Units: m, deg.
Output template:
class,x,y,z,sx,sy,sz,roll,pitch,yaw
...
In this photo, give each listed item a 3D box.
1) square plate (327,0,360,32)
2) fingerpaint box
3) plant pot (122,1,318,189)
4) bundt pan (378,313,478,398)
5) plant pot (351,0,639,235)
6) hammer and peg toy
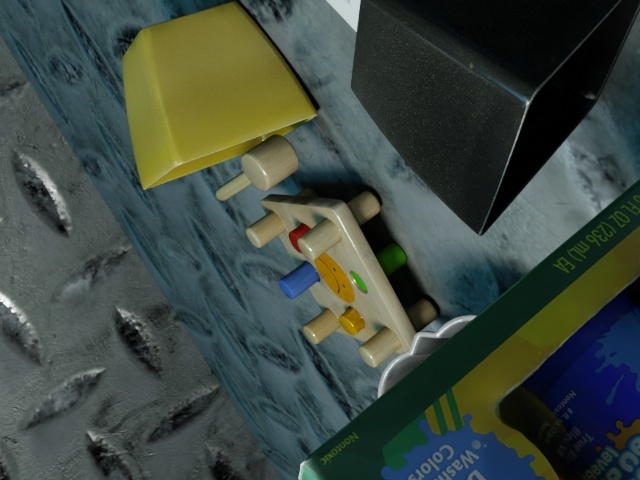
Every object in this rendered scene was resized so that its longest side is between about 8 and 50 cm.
class,x,y,z,sx,sy,sz,roll,pitch,yaw
square plate,0.048,-0.314,0.919,0.347,0.049,0.344,49,158,13
fingerpaint box,0.267,0.173,0.668,0.371,0.445,0.163,45,156,21
plant pot,-0.162,-0.205,1.328,0.212,0.212,0.187,-14,99,67
bundt pan,0.227,0.241,1.132,0.331,0.124,0.330,3,95,32
plant pot,0.129,-0.152,0.771,0.167,0.188,0.187,35,154,17
hammer and peg toy,0.000,0.000,1.391,0.361,0.127,0.266,60,160,-17
